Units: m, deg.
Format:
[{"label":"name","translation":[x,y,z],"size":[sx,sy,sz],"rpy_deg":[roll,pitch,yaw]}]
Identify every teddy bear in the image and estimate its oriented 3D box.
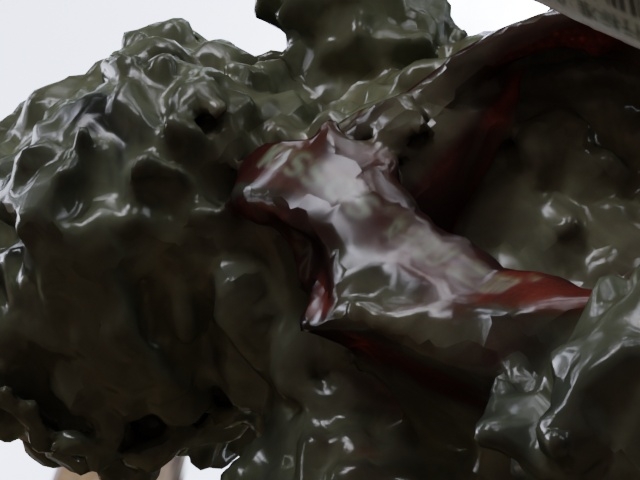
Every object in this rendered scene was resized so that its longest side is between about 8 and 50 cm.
[{"label":"teddy bear","translation":[0.000,0.000,0.701],"size":[0.367,0.357,0.224],"rpy_deg":[-5,-37,15]}]

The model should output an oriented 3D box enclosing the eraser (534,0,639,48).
[{"label":"eraser","translation":[0.143,-0.068,0.319],"size":[0.230,0.157,0.038],"rpy_deg":[31,-26,33]}]
